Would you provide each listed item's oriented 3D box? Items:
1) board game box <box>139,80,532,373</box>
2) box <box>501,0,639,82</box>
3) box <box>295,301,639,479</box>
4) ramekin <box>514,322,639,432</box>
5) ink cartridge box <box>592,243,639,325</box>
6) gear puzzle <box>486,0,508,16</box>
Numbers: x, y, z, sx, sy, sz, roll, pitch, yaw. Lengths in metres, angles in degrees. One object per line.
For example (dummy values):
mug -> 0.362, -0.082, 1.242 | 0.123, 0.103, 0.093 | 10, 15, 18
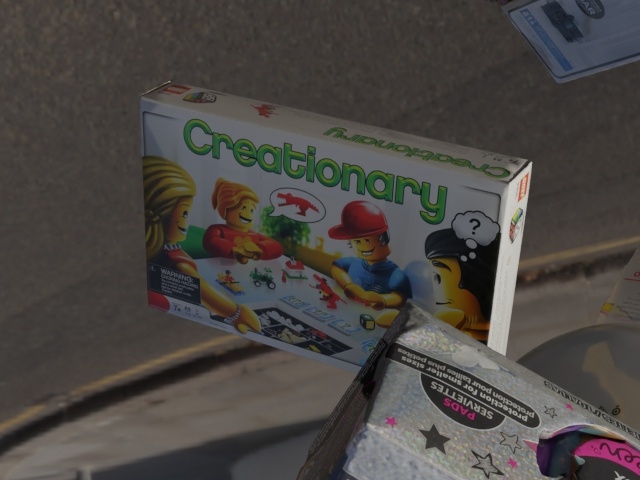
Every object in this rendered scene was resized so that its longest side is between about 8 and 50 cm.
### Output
board game box -> 0.000, 0.000, 0.831 | 0.305, 0.193, 0.053 | 15, -150, 23
box -> 0.287, -0.224, 0.814 | 0.169, 0.087, 0.290 | -43, -167, -18
box -> 0.113, 0.184, 0.673 | 0.247, 0.142, 0.163 | 29, 122, -1
ramekin -> 0.246, 0.190, 0.918 | 0.273, 0.273, 0.127 | -20, 123, 28
ink cartridge box -> 0.394, 0.098, 1.254 | 0.115, 0.198, 0.067 | 10, 149, 49
gear puzzle -> 0.159, -0.395, 1.339 | 0.044, 0.339, 0.175 | -47, 159, -41
